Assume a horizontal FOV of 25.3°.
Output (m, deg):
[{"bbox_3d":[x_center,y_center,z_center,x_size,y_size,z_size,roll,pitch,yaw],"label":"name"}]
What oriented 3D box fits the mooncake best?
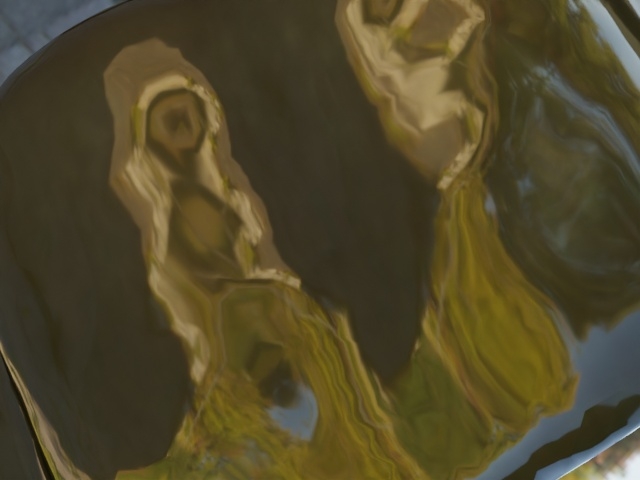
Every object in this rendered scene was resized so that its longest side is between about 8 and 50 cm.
[{"bbox_3d":[0.031,-0.011,0.553,0.378,0.201,0.378,-31,175,-3],"label":"mooncake"}]
